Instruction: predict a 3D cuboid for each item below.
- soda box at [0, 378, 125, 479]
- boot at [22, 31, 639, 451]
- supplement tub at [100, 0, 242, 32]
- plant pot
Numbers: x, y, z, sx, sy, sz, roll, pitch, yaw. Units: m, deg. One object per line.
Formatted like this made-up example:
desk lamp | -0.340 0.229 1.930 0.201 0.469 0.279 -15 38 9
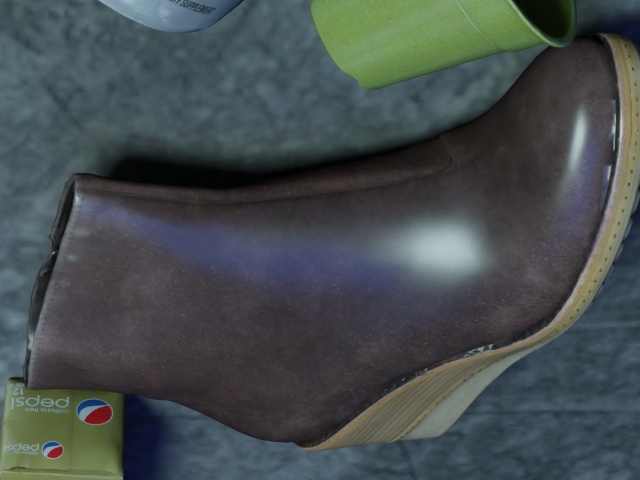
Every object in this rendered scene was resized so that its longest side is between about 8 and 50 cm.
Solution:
soda box | -0.136 0.153 0.777 0.058 0.061 0.181 5 130 -11
boot | 0.000 0.000 0.642 0.207 0.090 0.248 11 133 -20
supplement tub | -0.012 -0.164 0.482 0.190 0.117 0.117 -38 125 24
plant pot | 0.041 -0.094 0.583 0.079 0.083 0.083 -24 131 30
